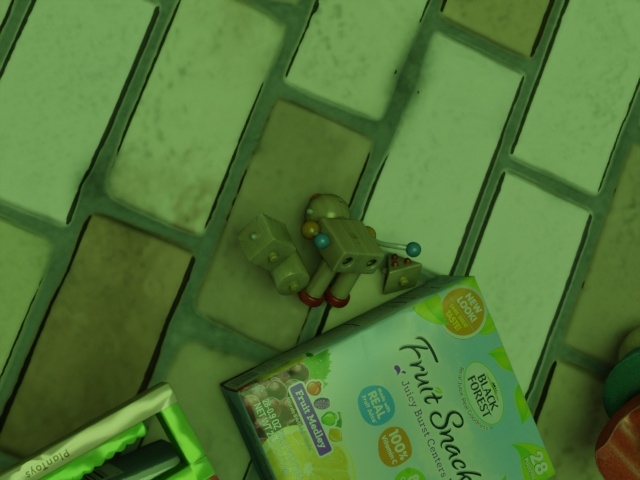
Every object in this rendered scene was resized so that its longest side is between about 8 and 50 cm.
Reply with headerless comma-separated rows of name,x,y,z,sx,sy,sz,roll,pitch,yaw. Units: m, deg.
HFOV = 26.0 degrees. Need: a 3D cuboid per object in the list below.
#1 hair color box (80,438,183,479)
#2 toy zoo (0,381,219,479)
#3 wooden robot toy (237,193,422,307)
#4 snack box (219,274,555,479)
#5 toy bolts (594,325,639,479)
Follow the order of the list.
hair color box,-0.120,0.352,0.983,0.185,0.113,0.374,-21,92,-16
toy zoo,-0.117,0.267,0.914,0.192,0.030,0.293,-29,95,-17
wooden robot toy,0.000,0.000,1.070,0.173,0.076,0.079,6,44,-39
snack box,0.053,0.145,1.066,0.207,0.070,0.174,-26,97,-17
toy bolts,0.292,0.183,1.130,0.218,0.158,0.228,-31,110,24
